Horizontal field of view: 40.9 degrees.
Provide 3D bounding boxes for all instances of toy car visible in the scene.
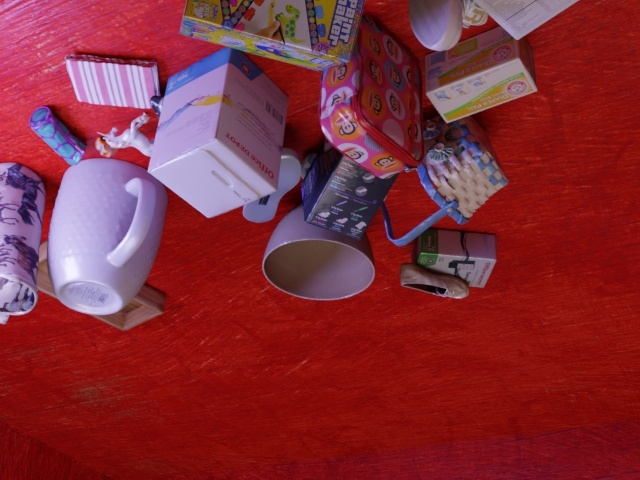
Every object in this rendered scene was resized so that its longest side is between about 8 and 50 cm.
[{"bbox_3d":[-0.490,-0.234,2.051,0.122,0.041,0.060,-26,135,37],"label":"toy car"}]

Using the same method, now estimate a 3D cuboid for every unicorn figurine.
[{"bbox_3d":[-0.424,-0.241,1.992,0.162,0.060,0.111,37,99,-14],"label":"unicorn figurine"}]

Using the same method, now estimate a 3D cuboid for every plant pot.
[{"bbox_3d":[0.000,0.000,2.204,0.284,0.191,0.284,3,146,2],"label":"plant pot"}]

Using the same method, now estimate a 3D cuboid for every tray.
[{"bbox_3d":[-0.690,0.135,2.584,0.202,0.076,0.411,-25,137,35],"label":"tray"}]

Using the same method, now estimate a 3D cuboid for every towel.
[{"bbox_3d":[-0.452,-0.351,1.892,0.197,0.029,0.144,5,148,-1],"label":"towel"}]

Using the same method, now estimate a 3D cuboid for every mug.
[{"bbox_3d":[-0.514,-0.015,2.118,0.276,0.328,0.374,27,140,-29],"label":"mug"}]

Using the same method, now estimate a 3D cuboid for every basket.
[{"bbox_3d":[0.249,-0.147,1.921,0.289,0.255,0.201,-38,131,21],"label":"basket"}]

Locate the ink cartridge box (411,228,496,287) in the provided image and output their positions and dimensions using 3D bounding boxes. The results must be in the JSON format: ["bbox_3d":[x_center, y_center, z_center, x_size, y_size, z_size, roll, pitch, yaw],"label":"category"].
[{"bbox_3d":[0.360,0.048,2.324,0.208,0.087,0.153,5,146,-1],"label":"ink cartridge box"}]

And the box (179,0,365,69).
[{"bbox_3d":[-0.088,-0.419,1.494,0.279,0.177,0.290,13,-175,-13],"label":"box"}]

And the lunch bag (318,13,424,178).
[{"bbox_3d":[0.116,-0.273,1.705,0.120,0.293,0.258,-22,142,35],"label":"lunch bag"}]

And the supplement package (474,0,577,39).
[{"bbox_3d":[0.316,-0.516,1.409,0.262,0.199,0.198,30,138,-32],"label":"supplement package"}]

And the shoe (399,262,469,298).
[{"bbox_3d":[0.305,0.122,2.309,0.219,0.058,0.076,19,144,-20],"label":"shoe"}]

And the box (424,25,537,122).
[{"bbox_3d":[0.324,-0.340,1.742,0.203,0.114,0.103,-18,140,27],"label":"box"}]

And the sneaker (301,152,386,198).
[{"bbox_3d":[0.063,-0.145,2.076,0.237,0.085,0.086,20,158,-20],"label":"sneaker"}]

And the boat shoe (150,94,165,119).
[{"bbox_3d":[-0.348,-0.290,1.935,0.040,0.049,0.142,19,165,8],"label":"boat shoe"}]

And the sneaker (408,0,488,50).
[{"bbox_3d":[0.240,-0.412,1.500,0.169,0.293,0.108,20,132,-27],"label":"sneaker"}]

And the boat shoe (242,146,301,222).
[{"bbox_3d":[-0.118,-0.156,2.069,0.113,0.105,0.306,7,152,-10],"label":"boat shoe"}]

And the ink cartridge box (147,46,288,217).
[{"bbox_3d":[-0.211,-0.228,1.825,0.197,0.270,0.198,-19,139,31],"label":"ink cartridge box"}]

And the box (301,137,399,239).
[{"bbox_3d":[0.077,-0.164,1.915,0.143,0.165,0.270,18,124,-18],"label":"box"}]

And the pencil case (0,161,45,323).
[{"bbox_3d":[-0.770,-0.007,2.116,0.159,0.410,0.183,23,129,-35],"label":"pencil case"}]

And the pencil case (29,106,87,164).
[{"bbox_3d":[-0.617,-0.247,2.026,0.070,0.065,0.152,3,149,31],"label":"pencil case"}]
